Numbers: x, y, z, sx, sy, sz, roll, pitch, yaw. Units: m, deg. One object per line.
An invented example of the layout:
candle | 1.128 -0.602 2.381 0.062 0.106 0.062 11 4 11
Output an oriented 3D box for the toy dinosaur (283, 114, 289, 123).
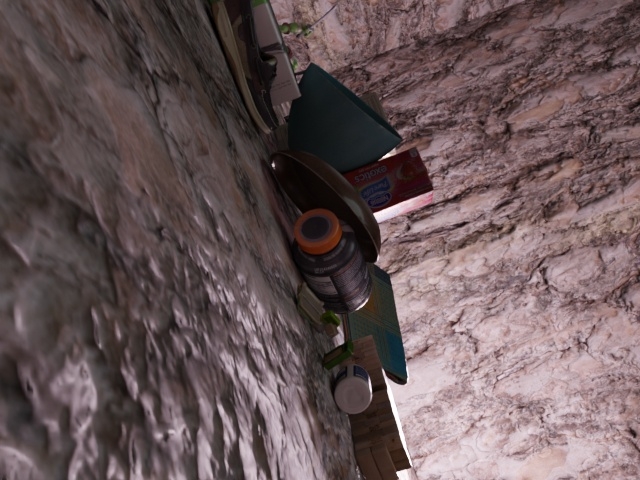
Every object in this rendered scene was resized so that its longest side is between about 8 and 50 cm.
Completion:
toy dinosaur | -0.019 -0.448 2.211 0.164 0.218 0.322 -104 174 -45

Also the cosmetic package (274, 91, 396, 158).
cosmetic package | 0.041 -0.281 1.624 0.113 0.309 0.160 62 11 -63

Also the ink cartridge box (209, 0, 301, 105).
ink cartridge box | -0.146 -0.454 1.292 0.198 0.114 0.273 -101 171 -59

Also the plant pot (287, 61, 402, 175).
plant pot | 0.030 -0.270 1.430 0.290 0.195 0.290 37 17 -13

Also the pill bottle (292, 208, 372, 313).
pill bottle | 0.021 0.040 1.155 0.246 0.130 0.130 66 7 -54

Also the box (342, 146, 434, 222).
box | 0.141 -0.116 1.427 0.128 0.257 0.123 48 22 -77

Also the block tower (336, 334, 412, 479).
block tower | 0.105 0.339 1.193 0.335 0.091 0.097 -100 171 -63

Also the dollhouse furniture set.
dollhouse furniture set | -0.009 0.150 1.005 0.152 0.058 0.076 50 18 -17

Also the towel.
towel | 0.135 0.195 1.597 0.271 0.040 0.370 35 35 -38

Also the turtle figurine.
turtle figurine | -0.089 -0.532 1.685 0.266 0.274 0.198 98 -10 -80

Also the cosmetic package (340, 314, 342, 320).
cosmetic package | 0.142 0.277 1.773 0.085 0.117 0.231 -99 168 -60

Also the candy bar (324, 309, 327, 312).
candy bar | 0.014 0.144 1.361 0.040 0.018 0.161 71 2 -53

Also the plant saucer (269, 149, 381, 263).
plant saucer | 0.019 -0.078 1.199 0.310 0.050 0.310 43 -14 13

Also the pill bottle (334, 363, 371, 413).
pill bottle | 0.060 0.269 1.066 0.120 0.067 0.067 -48 119 -85

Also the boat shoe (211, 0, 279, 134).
boat shoe | -0.131 -0.352 1.174 0.103 0.092 0.285 -102 172 -58
